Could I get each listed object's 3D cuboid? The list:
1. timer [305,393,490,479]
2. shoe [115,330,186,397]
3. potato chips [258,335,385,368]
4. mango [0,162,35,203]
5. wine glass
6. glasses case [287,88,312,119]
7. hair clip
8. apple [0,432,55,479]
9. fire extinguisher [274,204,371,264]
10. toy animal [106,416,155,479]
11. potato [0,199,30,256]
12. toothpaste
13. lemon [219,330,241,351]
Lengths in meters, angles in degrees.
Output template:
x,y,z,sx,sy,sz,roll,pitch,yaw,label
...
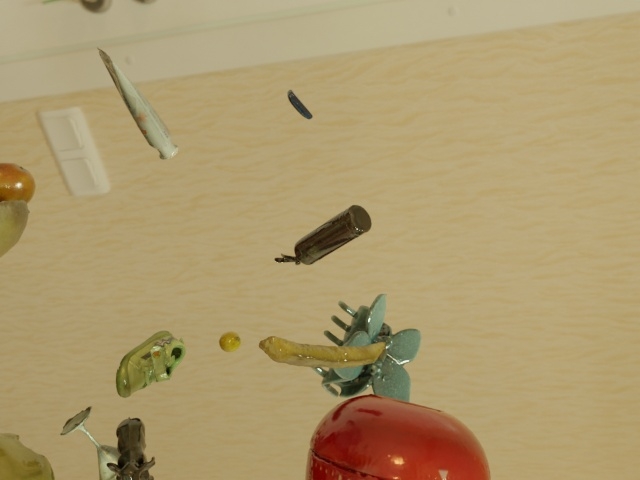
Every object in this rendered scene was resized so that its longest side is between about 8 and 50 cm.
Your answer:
x,y,z,sx,sy,sz,roll,pitch,yaw,label
0.159,0.475,1.225,0.378,0.378,0.279,41,58,-71,timer
-0.519,0.369,1.809,0.262,0.128,0.140,-48,134,-56,shoe
0.034,0.286,1.489,0.407,0.057,0.080,10,39,-38,potato chips
-0.981,-0.152,1.781,0.120,0.221,0.151,35,-38,62,mango
-0.741,0.677,1.956,0.232,0.156,0.156,57,23,-17,wine glass
-0.051,-0.313,1.363,0.083,0.023,0.033,45,10,-38,glasses case
0.134,0.362,1.922,0.392,0.238,0.318,43,59,-31,hair clip
-0.899,0.687,1.656,0.279,0.279,0.279,-4,90,-76,apple
0.000,0.000,1.429,0.089,0.268,0.072,9,60,-42,fire extinguisher
-0.496,0.575,1.531,0.245,0.115,0.146,57,-33,39,toy animal
-0.934,0.002,1.589,0.211,0.265,0.189,-173,-107,-77,potato
-0.463,-0.343,1.500,0.100,0.066,0.323,41,-16,42,toothpaste
-0.267,0.301,1.751,0.062,0.083,0.062,24,55,-38,lemon
